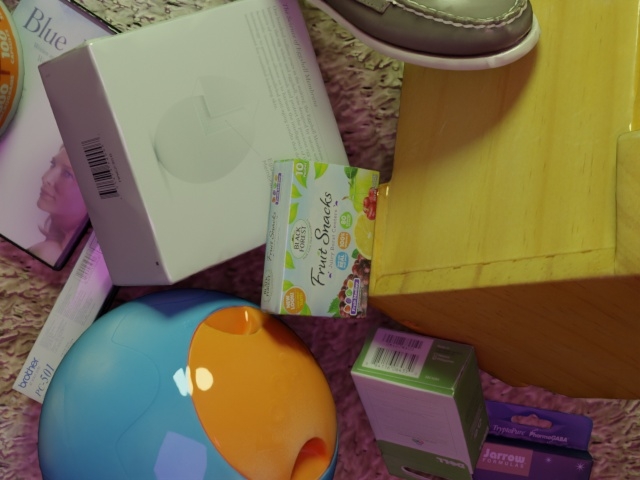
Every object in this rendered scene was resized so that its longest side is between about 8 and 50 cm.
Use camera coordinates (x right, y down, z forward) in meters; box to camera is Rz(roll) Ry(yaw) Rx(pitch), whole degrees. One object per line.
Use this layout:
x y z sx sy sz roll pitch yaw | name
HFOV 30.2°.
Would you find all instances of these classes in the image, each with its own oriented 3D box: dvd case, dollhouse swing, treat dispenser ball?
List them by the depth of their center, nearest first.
0.243 -0.054 1.078 0.315 0.347 0.304 31 67 -28 | dollhouse swing
-0.126 0.190 1.146 0.288 0.288 0.288 0 99 1 | treat dispenser ball
-0.283 -0.118 1.232 0.180 0.022 0.253 33 98 -4 | dvd case

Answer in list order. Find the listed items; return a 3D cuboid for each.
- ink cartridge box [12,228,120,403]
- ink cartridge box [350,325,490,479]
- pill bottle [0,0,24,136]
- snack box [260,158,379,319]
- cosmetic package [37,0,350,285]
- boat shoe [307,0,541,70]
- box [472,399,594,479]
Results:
-0.243 0.062 1.224 0.046 0.097 0.207 28 98 -3 | ink cartridge box
0.110 0.179 1.215 0.109 0.062 0.209 11 144 24 | ink cartridge box
-0.432 -0.162 1.027 0.224 0.392 0.224 1 95 8 | pill bottle
0.000 0.000 1.095 0.100 0.037 0.141 6 88 -34 | snack box
-0.112 -0.099 1.128 0.225 0.138 0.224 -22 100 -31 | cosmetic package
0.049 -0.248 1.033 0.117 0.096 0.324 -40 54 -23 | boat shoe
0.213 0.292 1.288 0.137 0.036 0.225 9 98 -1 | box
